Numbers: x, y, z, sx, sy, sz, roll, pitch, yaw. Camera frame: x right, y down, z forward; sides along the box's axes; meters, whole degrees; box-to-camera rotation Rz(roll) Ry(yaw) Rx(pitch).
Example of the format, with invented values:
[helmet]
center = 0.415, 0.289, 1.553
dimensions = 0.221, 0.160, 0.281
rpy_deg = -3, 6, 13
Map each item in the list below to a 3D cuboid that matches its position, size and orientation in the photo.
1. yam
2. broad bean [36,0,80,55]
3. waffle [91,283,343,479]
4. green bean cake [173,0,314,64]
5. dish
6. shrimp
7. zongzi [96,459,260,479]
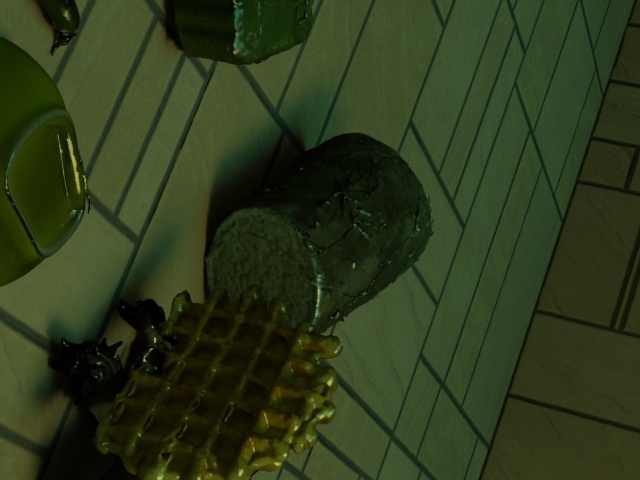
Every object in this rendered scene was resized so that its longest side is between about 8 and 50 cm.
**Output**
[yam]
center = 0.000, 0.000, 1.875
dimensions = 0.348, 0.241, 0.241
rpy_deg = -37, 135, -54
[broad bean]
center = -0.288, -0.253, 1.295
dimensions = 0.069, 0.039, 0.227
rpy_deg = -65, 155, -11
[waffle]
center = -0.121, 0.166, 1.532
dimensions = 0.309, 0.283, 0.065
rpy_deg = -16, 137, -21
[green bean cake]
center = -0.090, -0.325, 1.609
dimensions = 0.214, 0.113, 0.200
rpy_deg = -35, 131, -57
[dish]
center = -0.299, -0.057, 1.288
dimensions = 0.221, 0.108, 0.262
rpy_deg = -53, 147, -41
[shrimp]
center = -0.227, 0.150, 1.613
dimensions = 0.289, 0.075, 0.178
rpy_deg = 70, 36, -53
[zongzi]
center = -0.214, 0.316, 1.647
dimensions = 0.260, 0.123, 0.289
rpy_deg = -32, 177, -42
